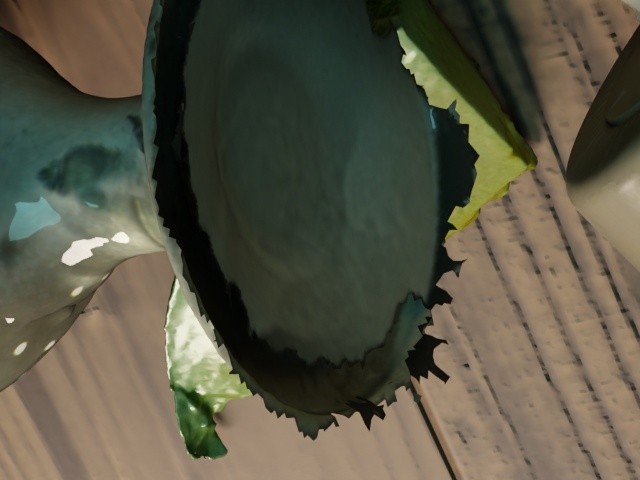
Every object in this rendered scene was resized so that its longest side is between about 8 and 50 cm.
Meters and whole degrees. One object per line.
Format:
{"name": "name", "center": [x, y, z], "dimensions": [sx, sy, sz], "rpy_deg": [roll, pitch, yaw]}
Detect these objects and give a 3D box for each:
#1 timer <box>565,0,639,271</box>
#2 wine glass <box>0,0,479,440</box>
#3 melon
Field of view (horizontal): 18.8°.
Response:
{"name": "timer", "center": [0.076, -0.107, 0.620], "dimensions": [0.266, 0.175, 0.175], "rpy_deg": [34, 124, -4]}
{"name": "wine glass", "center": [-0.139, -0.011, 0.687], "dimensions": [0.357, 0.190, 0.190], "rpy_deg": [-7, 122, 28]}
{"name": "melon", "center": [0.000, 0.001, 0.789], "dimensions": [0.114, 0.053, 0.262], "rpy_deg": [17, 131, -21]}
